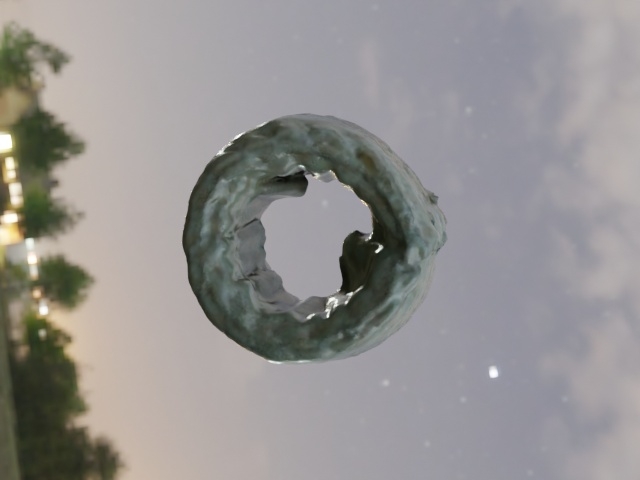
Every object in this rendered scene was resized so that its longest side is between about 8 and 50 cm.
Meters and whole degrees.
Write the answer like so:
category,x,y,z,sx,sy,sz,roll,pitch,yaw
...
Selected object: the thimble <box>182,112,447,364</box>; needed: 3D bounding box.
category,x,y,z,sx,sy,sz,roll,pitch,yaw
thimble,0.000,0.000,1.584,0.195,0.291,0.292,-22,104,-79
